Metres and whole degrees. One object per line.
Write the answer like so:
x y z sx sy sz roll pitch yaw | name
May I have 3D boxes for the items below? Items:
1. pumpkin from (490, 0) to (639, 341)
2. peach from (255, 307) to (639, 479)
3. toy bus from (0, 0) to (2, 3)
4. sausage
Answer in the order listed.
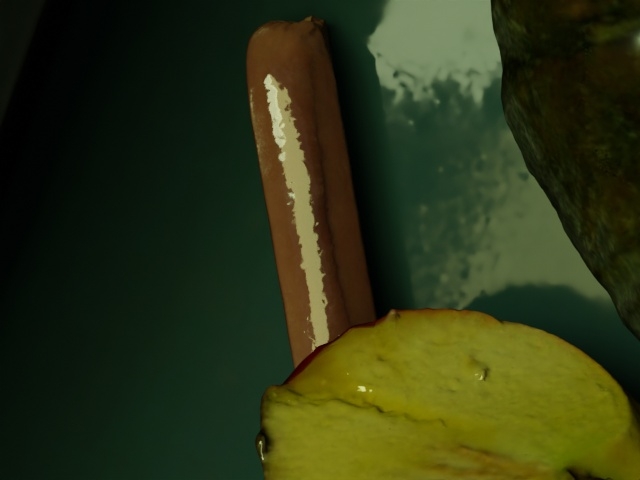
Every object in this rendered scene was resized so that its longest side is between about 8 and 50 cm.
0.160 -0.053 0.412 0.238 0.159 0.238 0 91 10 | pumpkin
0.043 0.102 0.502 0.151 0.118 0.151 -10 56 15 | peach
-0.223 -0.070 0.542 0.249 0.209 0.440 21 105 -21 | toy bus
-0.001 0.000 0.562 0.030 0.035 0.147 -10 87 3 | sausage
